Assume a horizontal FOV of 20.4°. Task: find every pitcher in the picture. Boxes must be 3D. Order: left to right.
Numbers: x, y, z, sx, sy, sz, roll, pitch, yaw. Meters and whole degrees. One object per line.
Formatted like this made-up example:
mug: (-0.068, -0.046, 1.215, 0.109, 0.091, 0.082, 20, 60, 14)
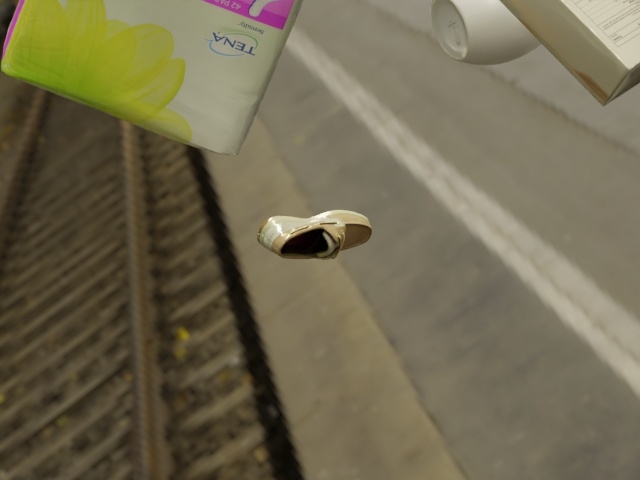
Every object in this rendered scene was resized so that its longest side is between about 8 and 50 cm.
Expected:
pitcher: (0.246, -0.288, 2.079, 0.207, 0.125, 0.178, -23, 0, -20)

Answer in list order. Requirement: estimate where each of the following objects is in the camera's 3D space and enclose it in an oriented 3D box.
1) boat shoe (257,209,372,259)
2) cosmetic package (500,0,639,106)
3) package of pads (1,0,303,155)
boat shoe: (0.000, 0.000, 1.877, 0.135, 0.050, 0.045, -6, 36, -30)
cosmetic package: (0.165, -0.146, 1.122, 0.060, 0.115, 0.041, -30, -18, -34)
package of pads: (-0.189, -0.242, 1.997, 0.101, 0.296, 0.229, -99, 30, -66)
